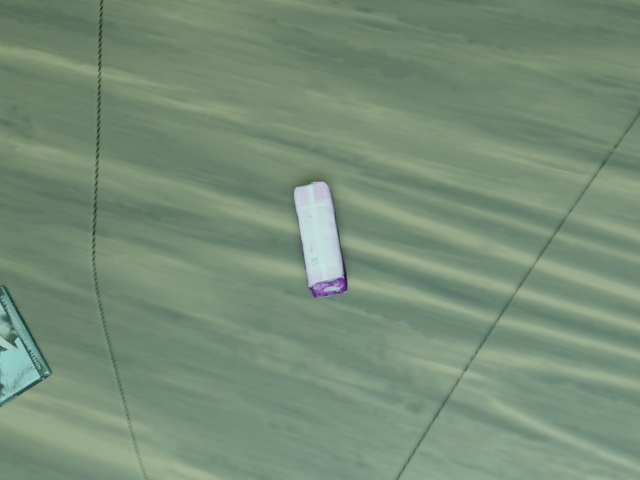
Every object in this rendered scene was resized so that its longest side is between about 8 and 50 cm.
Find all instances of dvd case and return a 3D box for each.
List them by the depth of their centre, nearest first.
[{"bbox_3d":[-0.288,0.104,0.862,0.119,0.013,0.087,-31,72,-4],"label":"dvd case"}]

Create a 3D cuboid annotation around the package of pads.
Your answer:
[{"bbox_3d":[0.000,0.000,0.840,0.032,0.050,0.083,-10,72,3],"label":"package of pads"}]
